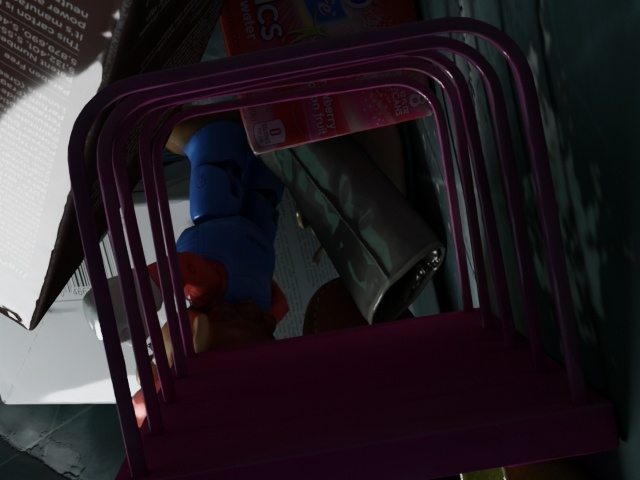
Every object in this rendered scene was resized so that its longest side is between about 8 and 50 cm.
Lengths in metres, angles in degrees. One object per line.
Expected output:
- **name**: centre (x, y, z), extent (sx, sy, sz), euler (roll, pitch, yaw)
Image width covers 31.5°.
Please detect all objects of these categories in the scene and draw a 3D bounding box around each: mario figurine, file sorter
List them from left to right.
- **mario figurine**: centre (-0.113, 0.046, 0.987), extent (0.170, 0.198, 0.321), euler (130, 148, -54)
- **file sorter**: centre (0.000, 0.000, 0.582), extent (0.291, 0.202, 0.182), euler (-117, 17, -85)

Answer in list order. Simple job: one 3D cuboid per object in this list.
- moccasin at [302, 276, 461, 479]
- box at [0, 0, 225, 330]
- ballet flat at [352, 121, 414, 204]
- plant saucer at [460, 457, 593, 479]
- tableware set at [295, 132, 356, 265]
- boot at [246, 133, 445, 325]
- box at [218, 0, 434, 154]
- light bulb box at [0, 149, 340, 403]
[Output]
- **moccasin**: centre (0.064, 0.176, 0.868), extent (0.147, 0.139, 0.380), euler (89, 173, -51)
- **box**: centre (-0.146, -0.122, 0.639), extent (0.191, 0.143, 0.381), euler (-61, 2, -33)
- **ballet flat**: centre (0.043, -0.024, 1.017), extent (0.248, 0.086, 0.086), euler (80, 177, -55)
- **plant saucer**: centre (0.114, 0.172, 0.583), extent (0.188, 0.045, 0.188), euler (-134, 32, -87)
- **tableware set**: centre (0.006, -0.069, 1.092), extent (0.194, 0.039, 0.128), euler (-54, -30, -63)
- **boot**: centre (0.027, -0.063, 0.892), extent (0.208, 0.076, 0.190), euler (59, 145, 34)
- **box**: centre (-0.015, -0.199, 0.770), extent (0.122, 0.128, 0.257), euler (-110, 7, -78)
- **light bulb box**: centre (-0.155, 0.023, 1.334), extent (0.361, 0.357, 0.225), euler (-33, -65, -58)
